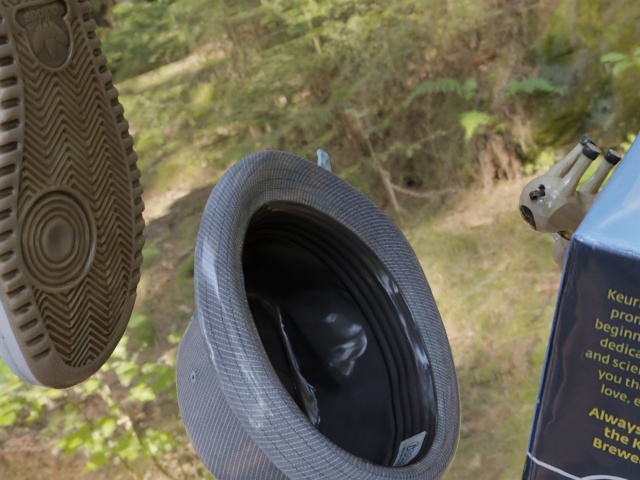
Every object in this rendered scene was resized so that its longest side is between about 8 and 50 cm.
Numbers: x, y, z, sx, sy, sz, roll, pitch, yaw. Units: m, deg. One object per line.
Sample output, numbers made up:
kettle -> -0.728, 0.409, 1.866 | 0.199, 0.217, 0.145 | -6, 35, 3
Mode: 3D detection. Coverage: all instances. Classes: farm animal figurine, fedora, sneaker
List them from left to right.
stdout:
sneaker -> -0.185, -0.067, 0.424 | 0.153, 0.282, 0.099 | -1, 17, 27
fedora -> -0.017, 0.082, 0.638 | 0.124, 0.243, 0.276 | -39, 45, 31
farm animal figurine -> 0.383, 0.031, 1.034 | 0.172, 0.330, 0.326 | -54, -12, 22

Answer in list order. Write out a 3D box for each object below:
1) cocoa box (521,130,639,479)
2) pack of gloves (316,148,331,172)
cocoa box -> 0.301, 0.088, 0.439 | 0.347, 0.228, 0.231 | 16, 33, 24
pack of gloves -> 0.000, 0.000, 1.228 | 0.046, 0.195, 0.232 | -7, 38, 12
